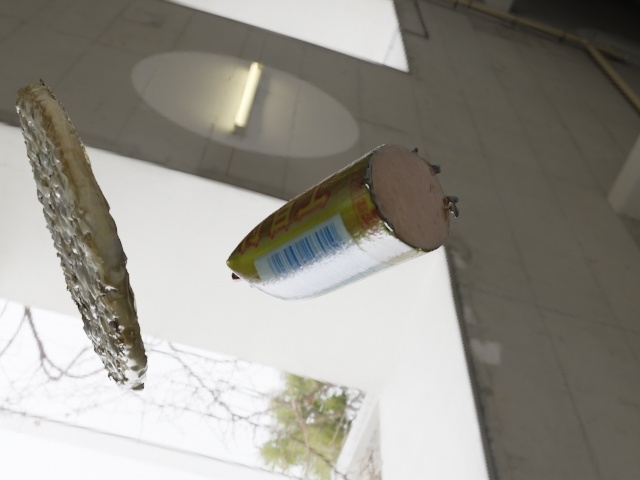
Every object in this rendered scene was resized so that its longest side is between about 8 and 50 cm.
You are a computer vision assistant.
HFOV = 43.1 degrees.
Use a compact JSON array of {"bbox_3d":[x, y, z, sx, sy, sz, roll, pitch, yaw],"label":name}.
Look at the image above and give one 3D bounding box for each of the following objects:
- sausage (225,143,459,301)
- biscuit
[{"bbox_3d":[0.001,-0.001,0.897,0.125,0.317,0.117,-21,-93,-42],"label":"sausage"},{"bbox_3d":[-0.111,-0.001,0.377,0.020,0.152,0.152,-19,-136,-23],"label":"biscuit"}]
